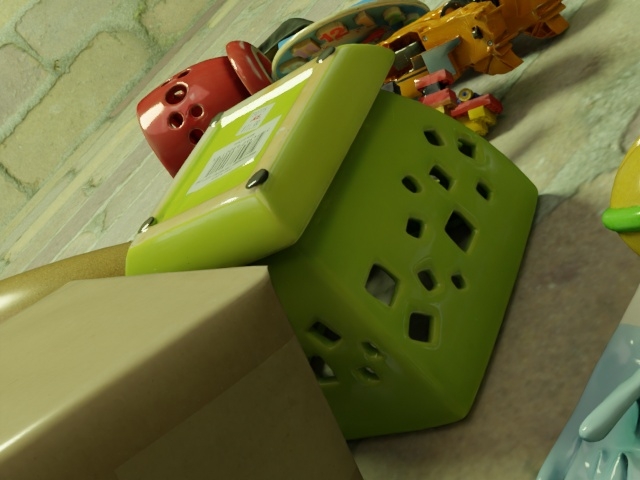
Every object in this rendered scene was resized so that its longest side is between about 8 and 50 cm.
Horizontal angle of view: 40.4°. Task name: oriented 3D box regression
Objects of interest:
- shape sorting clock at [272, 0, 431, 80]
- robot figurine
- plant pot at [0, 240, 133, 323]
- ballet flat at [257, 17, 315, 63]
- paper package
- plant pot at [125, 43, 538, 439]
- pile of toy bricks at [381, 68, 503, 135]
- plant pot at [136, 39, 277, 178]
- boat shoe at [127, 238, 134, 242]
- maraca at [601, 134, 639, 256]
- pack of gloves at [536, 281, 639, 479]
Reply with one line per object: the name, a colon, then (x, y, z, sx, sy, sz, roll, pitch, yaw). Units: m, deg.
shape sorting clock: (0.040, -0.236, 1.066, 0.206, 0.206, 0.040, -28, 72, 36)
robot figurine: (0.102, -0.187, 0.918, 0.291, 0.085, 0.211, -17, 17, 49)
plant pot: (-0.193, 0.101, 0.847, 0.254, 0.237, 0.237, -29, 23, -2)
ballet flat: (-0.088, -0.262, 1.399, 0.096, 0.095, 0.280, 11, 59, 49)
paper package: (-0.186, 0.164, 0.512, 0.325, 0.168, 0.309, -35, 18, -34)
plant pot: (0.000, 0.000, 0.664, 0.228, 0.207, 0.227, -19, 34, 45)
pile of toy bricks: (0.067, -0.074, 0.836, 0.212, 0.118, 0.105, -17, 73, 31)
plant pot: (-0.119, -0.157, 1.148, 0.174, 0.191, 0.191, -38, 24, 12)
boat shoe: (-0.250, 0.017, 1.239, 0.178, 0.064, 0.060, -19, 36, 51)
maraca: (0.226, -0.033, 0.424, 0.185, 0.099, 0.127, -16, 5, -16)
pack of gloves: (0.206, 0.056, 0.428, 0.195, 0.046, 0.232, -5, 46, 58)
